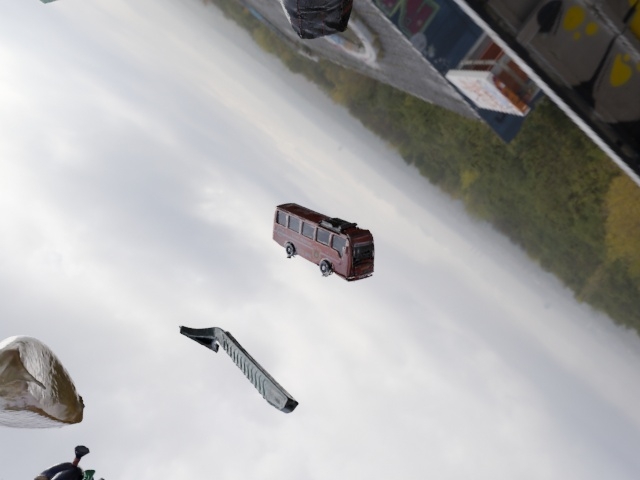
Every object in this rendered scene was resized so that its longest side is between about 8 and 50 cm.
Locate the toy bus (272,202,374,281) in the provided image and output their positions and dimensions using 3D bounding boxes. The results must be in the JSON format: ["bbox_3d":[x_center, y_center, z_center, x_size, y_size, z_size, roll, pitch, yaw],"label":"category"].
[{"bbox_3d":[0.000,0.000,0.890,0.073,0.097,0.234,-13,-156,-38],"label":"toy bus"}]

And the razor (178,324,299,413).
[{"bbox_3d":[-0.085,0.130,0.532,0.190,0.033,0.066,20,163,49],"label":"razor"}]

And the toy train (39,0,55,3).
[{"bbox_3d":[-0.271,-0.426,0.598,0.238,0.299,0.167,8,154,32],"label":"toy train"}]

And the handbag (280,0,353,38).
[{"bbox_3d":[-0.016,-0.493,0.897,0.169,0.155,0.215,79,178,-61],"label":"handbag"}]

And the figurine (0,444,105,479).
[{"bbox_3d":[-0.483,0.437,0.853,0.194,0.112,0.102,-6,-151,-13],"label":"figurine"}]

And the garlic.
[{"bbox_3d":[-0.481,0.236,0.807,0.164,0.146,0.245,23,150,5],"label":"garlic"}]
